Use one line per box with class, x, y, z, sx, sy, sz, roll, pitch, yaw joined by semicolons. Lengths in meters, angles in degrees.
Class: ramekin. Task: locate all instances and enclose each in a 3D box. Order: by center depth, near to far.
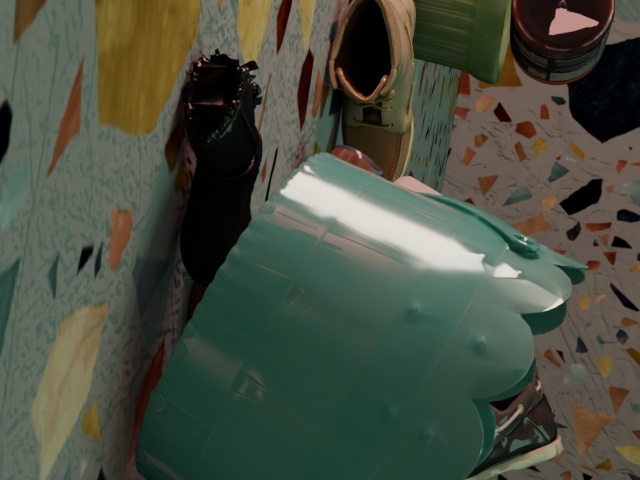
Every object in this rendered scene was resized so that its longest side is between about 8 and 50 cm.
ramekin;0.147;-0.330;1.600;0.303;0.148;0.303;11;90;-82

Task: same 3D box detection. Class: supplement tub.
supplement tub;0.251;-0.225;1.562;0.198;0.106;0.106;47;54;-81

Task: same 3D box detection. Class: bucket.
bucket;0.025;0.090;0.932;0.281;0.183;0.281;-57;169;-17

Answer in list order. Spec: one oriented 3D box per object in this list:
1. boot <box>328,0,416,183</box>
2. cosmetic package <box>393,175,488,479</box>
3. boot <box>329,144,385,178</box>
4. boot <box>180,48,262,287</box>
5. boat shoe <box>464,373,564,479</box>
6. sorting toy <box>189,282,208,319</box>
boot;0.050;-0.139;1.440;0.165;0.077;0.213;-51;146;-75
cosmetic package;0.056;0.160;1.370;0.217;0.156;0.385;-36;148;-36
boot;0.000;0.000;1.380;0.106;0.082;0.219;-53;167;-20
boot;-0.062;-0.044;0.885;0.099;0.045;0.121;83;18;-64
boat shoe;0.111;0.166;1.236;0.233;0.084;0.079;-12;94;-43
sorting toy;-0.059;0.017;0.994;0.061;0.042;0.102;-59;158;-69
